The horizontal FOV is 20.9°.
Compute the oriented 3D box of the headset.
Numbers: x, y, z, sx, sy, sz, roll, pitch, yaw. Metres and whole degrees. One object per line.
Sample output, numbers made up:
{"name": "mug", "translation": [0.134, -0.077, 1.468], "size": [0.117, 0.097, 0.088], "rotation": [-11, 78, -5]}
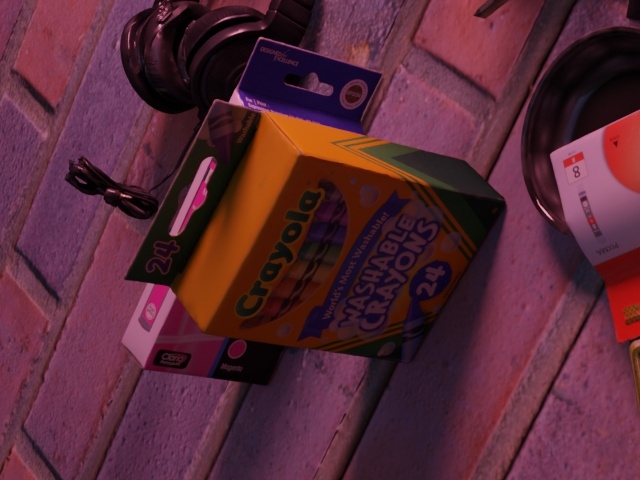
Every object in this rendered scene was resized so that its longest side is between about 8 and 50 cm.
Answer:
{"name": "headset", "translation": [-0.150, -0.213, 1.987], "size": [0.243, 0.185, 0.394], "rotation": [16, 82, 50]}

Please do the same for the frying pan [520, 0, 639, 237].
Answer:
{"name": "frying pan", "translation": [0.264, -0.159, 1.588], "size": [0.197, 0.053, 0.326], "rotation": [-13, 72, 46]}

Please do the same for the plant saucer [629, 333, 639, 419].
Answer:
{"name": "plant saucer", "translation": [0.332, 0.138, 1.445], "size": [0.188, 0.045, 0.188], "rotation": [-25, 63, 44]}

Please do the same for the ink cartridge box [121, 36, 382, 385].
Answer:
{"name": "ink cartridge box", "translation": [-0.061, -0.022, 1.843], "size": [0.069, 0.175, 0.371], "rotation": [40, 111, 46]}

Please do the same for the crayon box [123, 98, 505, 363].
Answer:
{"name": "crayon box", "translation": [0.000, 0.000, 1.651], "size": [0.083, 0.323, 0.203], "rotation": [50, 119, 43]}

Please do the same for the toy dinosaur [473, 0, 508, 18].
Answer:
{"name": "toy dinosaur", "translation": [0.235, -0.317, 1.628], "size": [0.118, 0.064, 0.268], "rotation": [21, 119, 12]}

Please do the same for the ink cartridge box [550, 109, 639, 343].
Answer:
{"name": "ink cartridge box", "translation": [0.279, -0.018, 1.489], "size": [0.145, 0.045, 0.179], "rotation": [-26, 64, 41]}
